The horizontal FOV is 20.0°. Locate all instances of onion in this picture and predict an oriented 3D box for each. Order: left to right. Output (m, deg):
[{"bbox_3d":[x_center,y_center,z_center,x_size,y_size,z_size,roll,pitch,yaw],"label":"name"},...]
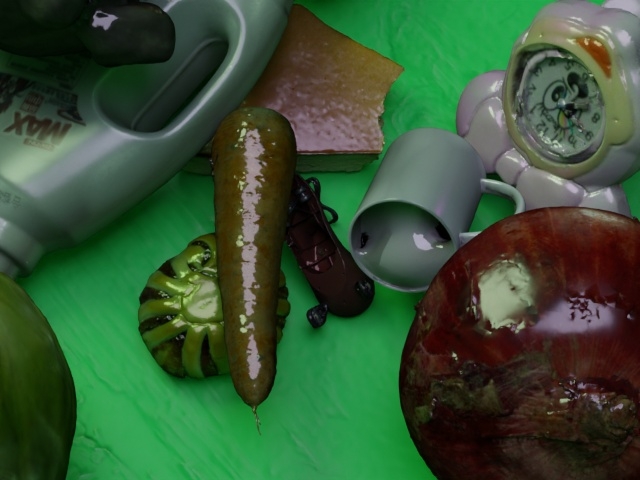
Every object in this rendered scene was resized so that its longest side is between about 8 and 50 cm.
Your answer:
[{"bbox_3d":[0.200,0.110,1.506,0.276,0.276,0.276,1,65,-3],"label":"onion"}]

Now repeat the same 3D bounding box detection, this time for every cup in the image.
[{"bbox_3d":[0.104,-0.020,1.620,0.136,0.099,0.133,26,37,0],"label":"cup"}]

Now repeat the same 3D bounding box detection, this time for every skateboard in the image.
[{"bbox_3d":[0.000,0.000,1.646,0.067,0.080,0.151,-30,83,21],"label":"skateboard"}]

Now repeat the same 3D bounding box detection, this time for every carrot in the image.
[{"bbox_3d":[-0.060,0.025,1.558,0.078,0.078,0.298,1,68,-3],"label":"carrot"}]

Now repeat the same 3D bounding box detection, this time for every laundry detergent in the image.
[{"bbox_3d":[-0.208,-0.115,1.642,0.264,0.124,0.397,19,68,24],"label":"laundry detergent"}]

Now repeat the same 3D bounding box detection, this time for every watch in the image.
[{"bbox_3d":[0.277,-0.122,1.664,0.218,0.248,0.211,-19,64,-40],"label":"watch"}]

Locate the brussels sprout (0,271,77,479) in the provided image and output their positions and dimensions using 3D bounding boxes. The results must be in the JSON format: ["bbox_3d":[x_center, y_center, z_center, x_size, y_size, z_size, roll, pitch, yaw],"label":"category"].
[{"bbox_3d":[-0.353,0.133,1.454,0.289,0.281,0.354,-46,57,8],"label":"brussels sprout"}]

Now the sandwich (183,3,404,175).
[{"bbox_3d":[-0.016,-0.109,1.700,0.162,0.058,0.193,32,69,11],"label":"sandwich"}]

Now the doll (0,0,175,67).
[{"bbox_3d":[-0.313,-0.220,1.558,0.382,0.252,0.378,46,107,31],"label":"doll"}]

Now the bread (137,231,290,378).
[{"bbox_3d":[-0.095,0.056,1.614,0.139,0.071,0.130,-19,72,-11],"label":"bread"}]
